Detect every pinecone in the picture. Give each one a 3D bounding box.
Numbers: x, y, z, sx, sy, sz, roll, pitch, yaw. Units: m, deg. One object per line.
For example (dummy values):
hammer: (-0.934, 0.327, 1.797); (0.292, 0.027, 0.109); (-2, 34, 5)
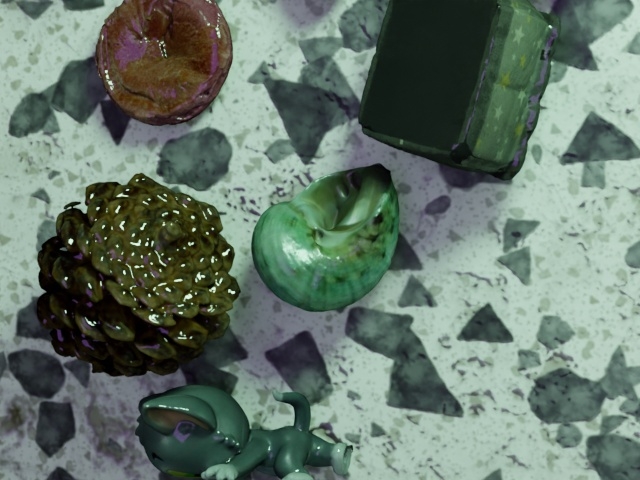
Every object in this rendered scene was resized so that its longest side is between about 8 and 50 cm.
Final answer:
pinecone: (-0.231, 0.045, 1.861); (0.257, 0.243, 0.243); (-14, 88, 36)

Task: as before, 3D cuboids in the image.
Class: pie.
pie: (-0.193, -0.232, 1.929); (0.182, 0.049, 0.182); (-1, 88, 18)

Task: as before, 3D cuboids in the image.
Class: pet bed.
pet bed: (0.170, -0.188, 1.793); (0.183, 0.159, 0.211); (18, 95, 39)

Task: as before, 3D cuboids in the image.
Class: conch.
conch: (0.003, 0.001, 1.853); (0.188, 0.122, 0.176); (-4, 70, 13)

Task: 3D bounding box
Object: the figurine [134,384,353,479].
figurine: (-0.096, 0.239, 1.864); (0.265, 0.193, 0.140); (-5, 89, 2)
